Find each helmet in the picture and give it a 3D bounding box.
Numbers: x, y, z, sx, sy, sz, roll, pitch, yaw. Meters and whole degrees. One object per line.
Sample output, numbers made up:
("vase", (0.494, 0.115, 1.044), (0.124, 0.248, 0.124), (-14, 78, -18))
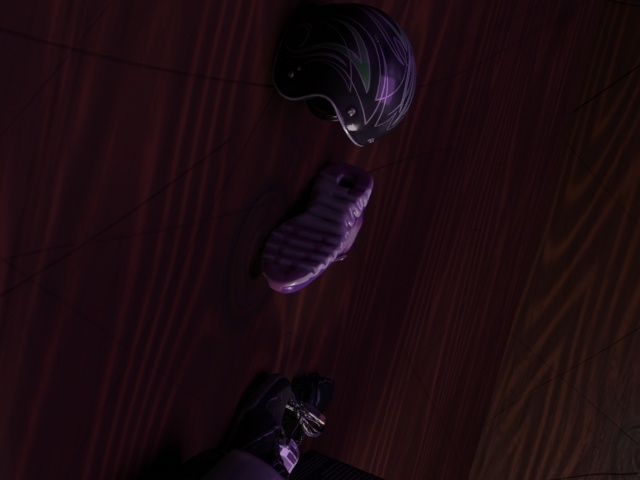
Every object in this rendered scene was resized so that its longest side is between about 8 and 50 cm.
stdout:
("helmet", (0.040, -0.207, 1.341), (0.169, 0.162, 0.169), (-46, 145, -46))

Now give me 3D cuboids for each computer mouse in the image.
("computer mouse", (-0.071, 0.319, 1.599), (0.106, 0.042, 0.193), (40, 74, -31))

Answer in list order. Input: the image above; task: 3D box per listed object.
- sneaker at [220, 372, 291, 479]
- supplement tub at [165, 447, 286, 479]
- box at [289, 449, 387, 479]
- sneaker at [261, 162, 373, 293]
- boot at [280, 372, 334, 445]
("sneaker", (-0.070, 0.298, 1.499), (0.227, 0.130, 0.087), (-61, 156, -30))
("supplement tub", (-0.170, 0.409, 1.255), (0.338, 0.207, 0.207), (-39, 140, -52))
("box", (0.050, 0.539, 1.723), (0.183, 0.294, 0.296), (-16, 121, -62))
("sneaker", (0.000, 0.000, 1.498), (0.236, 0.095, 0.104), (-54, 158, -39))
("boot", (-0.020, 0.265, 1.695), (0.099, 0.045, 0.121), (11, 95, -70))
